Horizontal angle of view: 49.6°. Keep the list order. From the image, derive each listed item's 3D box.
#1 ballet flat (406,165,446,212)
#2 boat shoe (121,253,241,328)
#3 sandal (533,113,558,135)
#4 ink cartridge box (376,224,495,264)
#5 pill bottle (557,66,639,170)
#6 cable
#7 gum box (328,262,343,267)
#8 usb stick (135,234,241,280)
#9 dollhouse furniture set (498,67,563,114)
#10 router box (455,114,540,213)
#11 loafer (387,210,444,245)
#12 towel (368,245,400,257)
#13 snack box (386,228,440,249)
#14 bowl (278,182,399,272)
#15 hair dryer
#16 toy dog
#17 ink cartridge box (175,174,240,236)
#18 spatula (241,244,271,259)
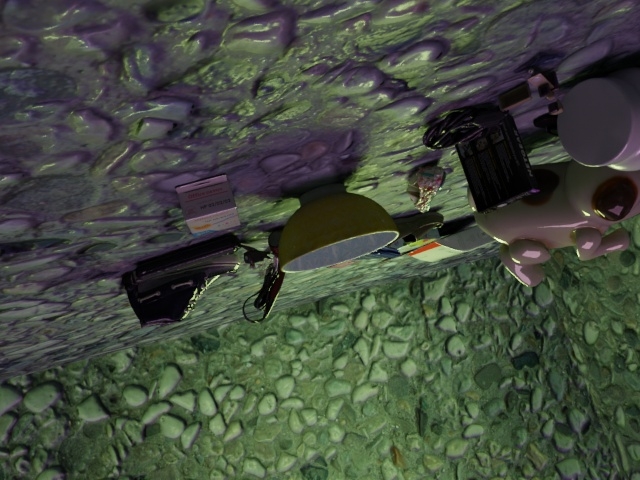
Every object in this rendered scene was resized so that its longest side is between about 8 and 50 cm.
[{"bbox_3d":[0.261,-0.137,1.764,0.077,0.091,0.241,14,163,2],"label":"ballet flat"},{"bbox_3d":[-0.370,0.143,1.934,0.340,0.158,0.127,-11,168,-26],"label":"boat shoe"},{"bbox_3d":[0.560,-0.267,1.624,0.179,0.040,0.067,-6,165,-43],"label":"sandal"},{"bbox_3d":[0.448,0.045,2.692,0.385,0.091,0.308,-21,178,-17],"label":"ink cartridge box"},{"bbox_3d":[0.679,-0.253,1.429,0.363,0.210,0.210,-10,167,-32],"label":"pill bottle"},{"bbox_3d":[0.286,-0.229,1.418,0.184,0.047,0.150,-17,174,-15],"label":"cable"},{"bbox_3d":[0.108,0.041,2.392,0.188,0.062,0.107,-23,167,29],"label":"gum box"},{"bbox_3d":[-0.343,0.046,1.795,0.278,0.045,0.077,-18,168,3],"label":"usb stick"},{"bbox_3d":[0.375,-0.267,1.282,0.114,0.091,0.081,-22,153,37],"label":"dollhouse furniture set"},{"bbox_3d":[0.377,-0.164,1.494,0.133,0.179,0.046,-25,165,35],"label":"router box"},{"bbox_3d":[0.297,-0.032,2.253,0.251,0.087,0.094,-12,168,-23],"label":"loafer"},{"bbox_3d":[0.068,0.040,2.212,0.336,0.040,0.243,-4,173,21],"label":"towel"},{"bbox_3d":[0.297,0.002,2.469,0.207,0.070,0.174,-22,169,32],"label":"snack box"},{"bbox_3d":[0.024,-0.041,1.626,0.289,0.156,0.289,-17,169,-3],"label":"bowl"},{"bbox_3d":[-0.120,0.076,1.891,0.080,0.223,0.293,24,-146,32],"label":"hair dryer"},{"bbox_3d":[0.608,-0.118,1.700,0.395,0.284,0.408,36,145,-23],"label":"toy dog"},{"bbox_3d":[-0.222,-0.066,1.383,0.104,0.061,0.181,-16,168,-6],"label":"ink cartridge box"},{"bbox_3d":[-0.126,0.021,1.989,0.296,0.084,0.030,-11,124,-56],"label":"spatula"}]
